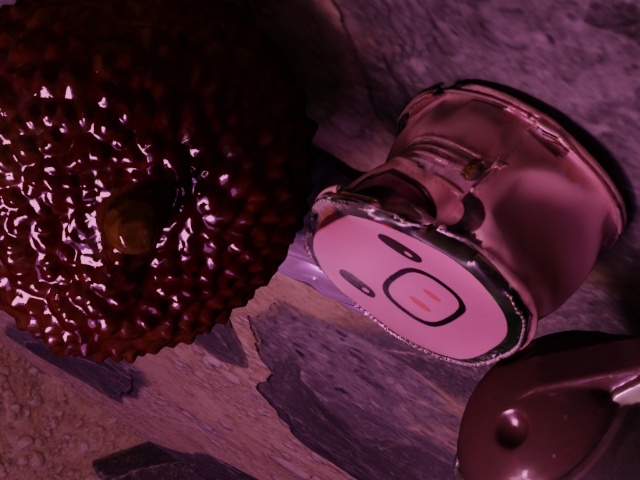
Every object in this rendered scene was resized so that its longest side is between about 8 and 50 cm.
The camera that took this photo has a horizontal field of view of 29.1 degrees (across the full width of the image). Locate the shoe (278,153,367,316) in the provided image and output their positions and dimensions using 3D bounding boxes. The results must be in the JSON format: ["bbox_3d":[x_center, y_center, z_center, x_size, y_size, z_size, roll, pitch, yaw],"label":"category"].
[{"bbox_3d":[0.000,0.000,1.030,0.245,0.095,0.137,18,152,24],"label":"shoe"}]

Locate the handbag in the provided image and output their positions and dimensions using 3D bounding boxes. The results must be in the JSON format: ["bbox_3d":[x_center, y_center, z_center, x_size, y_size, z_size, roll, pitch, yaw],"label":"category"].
[{"bbox_3d":[0.094,-0.007,0.829,0.179,0.116,0.205,37,161,-2],"label":"handbag"}]

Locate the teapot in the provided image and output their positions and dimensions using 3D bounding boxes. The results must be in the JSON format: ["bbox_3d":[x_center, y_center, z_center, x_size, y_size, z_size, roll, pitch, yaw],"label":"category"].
[{"bbox_3d":[0.261,0.168,0.833,0.312,0.233,0.315,40,126,-21],"label":"teapot"}]

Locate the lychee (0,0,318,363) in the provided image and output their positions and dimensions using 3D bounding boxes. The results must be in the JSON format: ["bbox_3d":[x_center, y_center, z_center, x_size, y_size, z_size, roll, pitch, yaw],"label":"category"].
[{"bbox_3d":[-0.140,-0.056,0.867,0.276,0.276,0.304,43,-170,-21],"label":"lychee"}]
